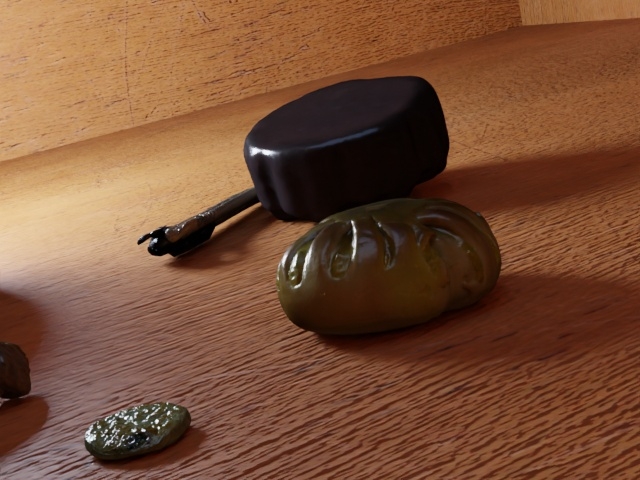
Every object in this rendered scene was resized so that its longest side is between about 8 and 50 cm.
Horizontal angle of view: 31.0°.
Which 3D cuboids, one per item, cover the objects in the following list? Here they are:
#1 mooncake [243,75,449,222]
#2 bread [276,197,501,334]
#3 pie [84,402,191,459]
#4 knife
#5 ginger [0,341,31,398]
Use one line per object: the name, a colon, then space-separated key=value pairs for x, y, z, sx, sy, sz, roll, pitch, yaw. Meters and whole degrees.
mooncake: x=0.039 y=-0.118 z=1.573 sx=0.283 sy=0.141 sz=0.283 roll=-16 pitch=21 yaw=6
bread: x=0.061 y=0.017 z=1.084 sx=0.213 sy=0.104 sz=0.213 roll=-14 pitch=11 yaw=3
pie: x=-0.144 y=0.149 z=0.902 sx=0.085 sy=0.017 sz=0.085 roll=-12 pitch=15 yaw=3
knife: x=-0.130 y=-0.037 z=1.594 sx=0.089 sy=0.043 sz=0.365 roll=-23 pitch=5 yaw=28
ginger: x=-0.392 y=0.139 z=1.003 sx=0.290 sy=0.084 sz=0.122 roll=-21 pitch=33 yaw=-31
